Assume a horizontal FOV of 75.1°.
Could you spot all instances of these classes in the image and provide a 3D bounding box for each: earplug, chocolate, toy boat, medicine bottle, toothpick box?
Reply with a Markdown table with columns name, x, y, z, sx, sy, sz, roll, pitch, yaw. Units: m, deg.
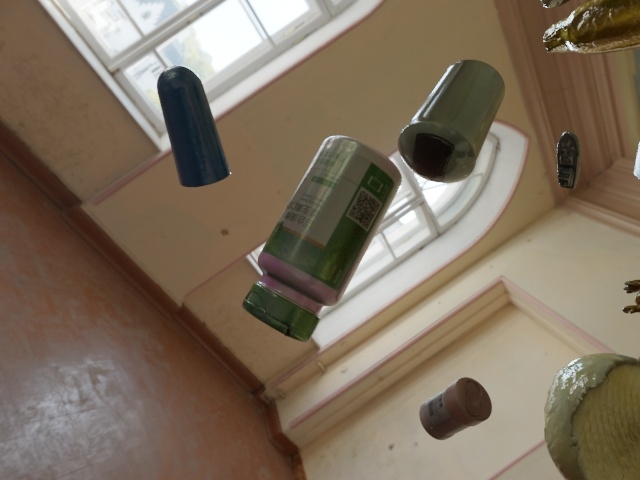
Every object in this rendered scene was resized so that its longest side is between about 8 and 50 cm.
| name | x | y | z | sx | sy | sz | roll | pitch | yaw |
| --- | --- | --- | --- | --- | --- | --- | --- | --- | --- |
| earplug | -0.315 | -0.280 | 1.012 | 0.132 | 0.132 | 0.273 | -127 | -155 | -58 |
| chocolate | 0.675 | -0.512 | 0.976 | 0.162 | 0.162 | 0.445 | 56 | 5 | -16 |
| toy boat | 0.914 | -0.293 | 1.538 | 0.078 | 0.085 | 0.260 | 25 | -27 | 43 |
| medicine bottle | 0.000 | 0.000 | 0.592 | 0.133 | 0.274 | 0.133 | 27 | -8 | 4 |
| toothpick box | 0.310 | 0.393 | 0.967 | 0.098 | 0.098 | 0.149 | 55 | -41 | 23 |

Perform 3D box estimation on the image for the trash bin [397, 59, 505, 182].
| name | x | y | z | sx | sy | sz | roll | pitch | yaw |
| --- | --- | --- | --- | --- | --- | --- | --- | --- | --- |
| trash bin | 0.470 | -0.413 | 1.497 | 0.280 | 0.432 | 0.280 | 27 | -23 | 13 |

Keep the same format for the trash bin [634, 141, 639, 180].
| name | x | y | z | sx | sy | sz | roll | pitch | yaw |
| --- | --- | --- | --- | --- | --- | --- | --- | --- | --- |
| trash bin | 1.125 | -0.245 | 1.290 | 0.165 | 0.225 | 0.115 | -26 | 119 | -56 |

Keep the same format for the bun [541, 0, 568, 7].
| name | x | y | z | sx | sy | sz | roll | pitch | yaw |
| --- | --- | --- | --- | --- | --- | --- | --- | --- | --- |
| bun | 0.559 | -0.607 | 0.912 | 0.102 | 0.183 | 0.183 | 21 | -15 | 21 |

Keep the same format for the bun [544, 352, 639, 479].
| name | x | y | z | sx | sy | sz | roll | pitch | yaw |
| --- | --- | --- | --- | --- | --- | --- | --- | --- | --- |
| bun | 0.686 | 0.454 | 1.014 | 0.364 | 0.364 | 0.202 | 55 | -17 | -2 |

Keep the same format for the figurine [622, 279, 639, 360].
| name | x | y | z | sx | sy | sz | roll | pitch | yaw |
| --- | --- | --- | --- | --- | --- | --- | --- | --- | --- |
| figurine | 0.989 | 0.247 | 1.110 | 0.401 | 0.268 | 0.387 | 55 | 31 | -24 |
